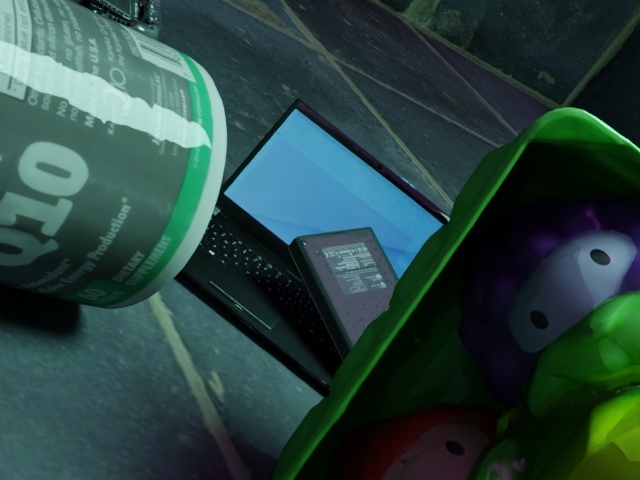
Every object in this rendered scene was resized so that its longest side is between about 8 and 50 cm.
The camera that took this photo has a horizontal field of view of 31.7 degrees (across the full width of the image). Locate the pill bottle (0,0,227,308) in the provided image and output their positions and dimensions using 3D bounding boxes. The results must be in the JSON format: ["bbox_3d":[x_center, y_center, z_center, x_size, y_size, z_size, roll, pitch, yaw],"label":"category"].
[{"bbox_3d":[-0.255,-0.087,0.731,0.361,0.204,0.204,19,26,-43],"label":"pill bottle"}]

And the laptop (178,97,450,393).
[{"bbox_3d":[0.000,0.000,1.095,0.234,0.136,0.264,38,19,2],"label":"laptop"}]

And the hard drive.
[{"bbox_3d":[0.037,0.051,1.049,0.094,0.022,0.135,-7,59,-36],"label":"hard drive"}]

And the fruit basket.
[{"bbox_3d":[0.155,0.137,0.697,0.283,0.392,0.392,33,19,-14],"label":"fruit basket"}]

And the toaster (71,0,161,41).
[{"bbox_3d":[-0.239,-0.192,1.094,0.129,0.146,0.227,29,20,-23],"label":"toaster"}]

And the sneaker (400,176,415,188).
[{"bbox_3d":[0.047,-0.058,1.445,0.190,0.071,0.083,24,28,-13],"label":"sneaker"}]
